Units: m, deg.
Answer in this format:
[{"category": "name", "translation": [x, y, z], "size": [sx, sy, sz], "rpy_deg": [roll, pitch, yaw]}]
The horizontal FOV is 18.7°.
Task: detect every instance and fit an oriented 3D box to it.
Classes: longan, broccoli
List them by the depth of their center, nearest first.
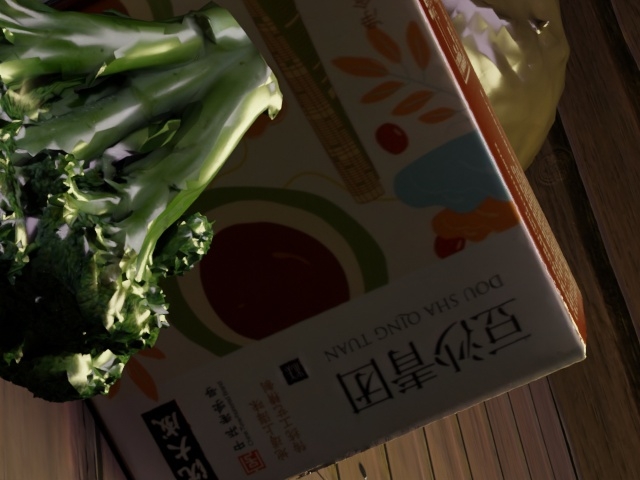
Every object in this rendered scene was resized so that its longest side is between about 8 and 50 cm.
[{"category": "broccoli", "translation": [-0.171, -0.059, 1.171], "size": [0.308, 0.275, 0.308], "rpy_deg": [55, -16, 25]}, {"category": "longan", "translation": [0.071, -0.210, 2.088], "size": [0.436, 0.404, 0.404], "rpy_deg": [21, 46, -75]}]

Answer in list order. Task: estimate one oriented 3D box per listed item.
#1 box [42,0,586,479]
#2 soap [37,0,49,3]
[{"category": "box", "translation": [-0.042, -0.033, 1.409], "size": [0.385, 0.344, 0.122], "rpy_deg": [63, 12, -11]}, {"category": "soap", "translation": [-0.187, -0.205, 1.704], "size": [0.145, 0.091, 0.230], "rpy_deg": [55, 16, -39]}]
